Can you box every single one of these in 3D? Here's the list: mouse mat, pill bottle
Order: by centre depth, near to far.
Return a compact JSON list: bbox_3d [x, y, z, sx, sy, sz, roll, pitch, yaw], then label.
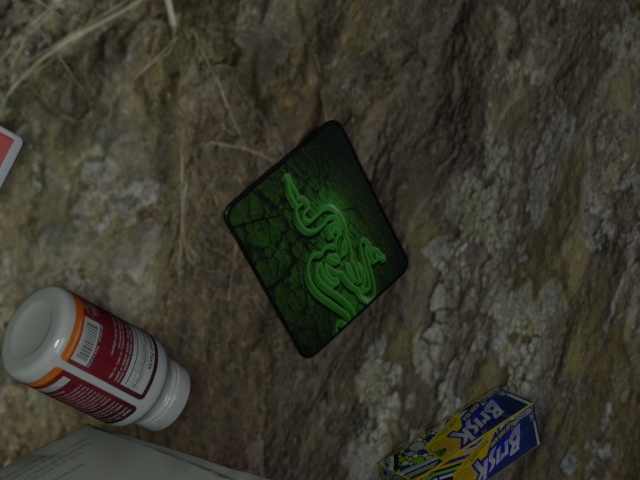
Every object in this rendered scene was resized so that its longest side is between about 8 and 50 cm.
[{"bbox_3d":[-0.186,0.105,1.391,0.152,0.086,0.086,34,80,-38],"label":"pill bottle"},{"bbox_3d":[0.000,0.000,1.559,0.152,0.007,0.189,-42,124,-22],"label":"mouse mat"}]

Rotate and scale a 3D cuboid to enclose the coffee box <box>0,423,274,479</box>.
[{"bbox_3d":[-0.162,0.386,1.278,0.337,0.338,0.334,-26,118,-45],"label":"coffee box"}]

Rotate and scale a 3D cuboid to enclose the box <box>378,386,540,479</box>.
[{"bbox_3d":[0.145,0.217,1.690,0.169,0.059,0.054,-29,120,-28],"label":"box"}]

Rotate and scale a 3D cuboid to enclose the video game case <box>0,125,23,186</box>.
[{"bbox_3d":[-0.373,0.003,1.261,0.204,0.025,0.285,31,82,-38],"label":"video game case"}]
